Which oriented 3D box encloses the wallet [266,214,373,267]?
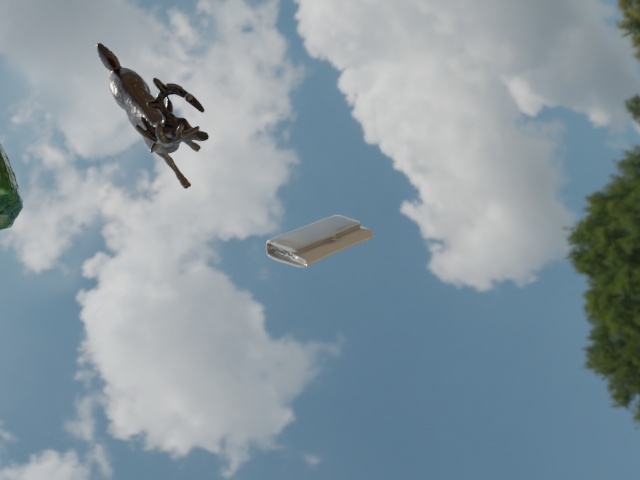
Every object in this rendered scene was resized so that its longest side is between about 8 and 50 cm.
[{"bbox_3d":[0.000,0.000,0.971,0.122,0.061,0.025,-21,-55,-48],"label":"wallet"}]

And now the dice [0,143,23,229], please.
[{"bbox_3d":[-0.383,-0.072,0.909,0.120,0.131,0.128,-23,-107,-13],"label":"dice"}]

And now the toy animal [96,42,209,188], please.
[{"bbox_3d":[-0.239,-0.171,1.249,0.087,0.243,0.260,-49,-22,-9],"label":"toy animal"}]
